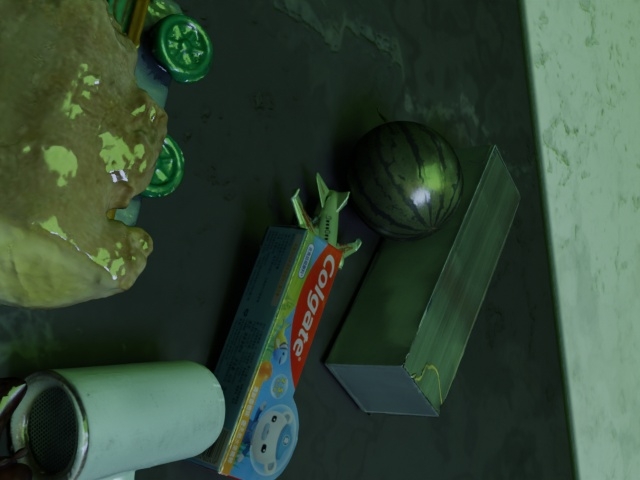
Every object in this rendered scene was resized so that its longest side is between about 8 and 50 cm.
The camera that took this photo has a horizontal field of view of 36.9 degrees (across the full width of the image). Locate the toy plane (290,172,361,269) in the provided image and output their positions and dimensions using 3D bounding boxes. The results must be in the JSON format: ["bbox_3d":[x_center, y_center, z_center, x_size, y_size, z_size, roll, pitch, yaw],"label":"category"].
[{"bbox_3d":[0.000,0.000,0.819,0.102,0.040,0.111,35,61,-43],"label":"toy plane"}]

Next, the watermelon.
[{"bbox_3d":[0.072,-0.065,0.870,0.105,0.105,0.133,6,60,-51],"label":"watermelon"}]

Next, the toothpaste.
[{"bbox_3d":[-0.036,0.089,0.741,0.070,0.044,0.193,34,71,-45],"label":"toothpaste"}]

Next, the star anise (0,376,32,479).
[{"bbox_3d":[-0.242,0.159,0.458,0.272,0.103,0.272,-53,157,-35],"label":"star anise"}]

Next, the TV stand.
[{"bbox_3d":[0.104,0.033,0.908,0.082,0.088,0.269,56,48,-35],"label":"TV stand"}]

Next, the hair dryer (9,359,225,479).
[{"bbox_3d":[-0.129,0.198,0.622,0.131,0.073,0.236,4,87,-53],"label":"hair dryer"}]

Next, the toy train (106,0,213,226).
[{"bbox_3d":[-0.153,-0.092,0.596,0.136,0.091,0.227,22,70,-38],"label":"toy train"}]

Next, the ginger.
[{"bbox_3d":[-0.148,-0.074,0.506,0.138,0.074,0.213,4,73,-31],"label":"ginger"}]
